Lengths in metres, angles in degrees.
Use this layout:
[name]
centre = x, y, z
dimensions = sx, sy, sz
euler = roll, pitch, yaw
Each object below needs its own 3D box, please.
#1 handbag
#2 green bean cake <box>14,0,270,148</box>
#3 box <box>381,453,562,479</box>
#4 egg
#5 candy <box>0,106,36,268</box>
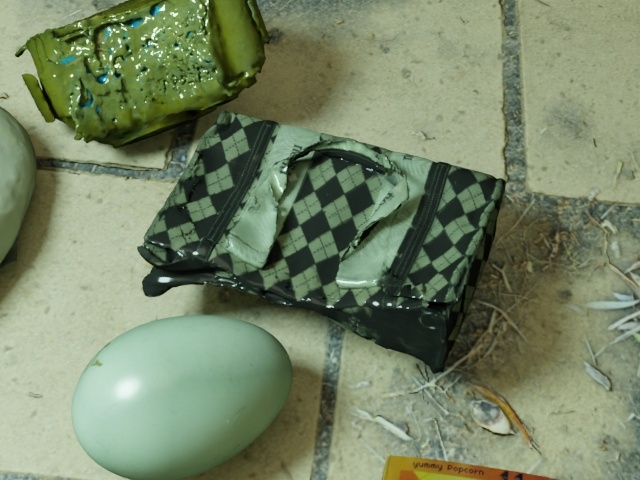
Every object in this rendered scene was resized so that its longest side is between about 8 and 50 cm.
[handbag]
centre = 0.000, 0.000, 1.360
dimensions = 0.416, 0.180, 0.317
euler = 16, 38, 12
[green bean cake]
centre = -0.245, -0.243, 1.514
dimensions = 0.309, 0.202, 0.285
euler = -25, 17, -21
[box]
centre = 0.162, 0.397, 1.053
dimensions = 0.259, 0.214, 0.284
euler = 10, 52, 3
[egg]
centre = -0.155, 0.177, 1.228
dimensions = 0.264, 0.183, 0.183
euler = -16, 54, -24
[candy]
centre = -0.574, -0.067, 1.391
dimensions = 0.386, 0.186, 0.427
euler = -1, 47, -11
